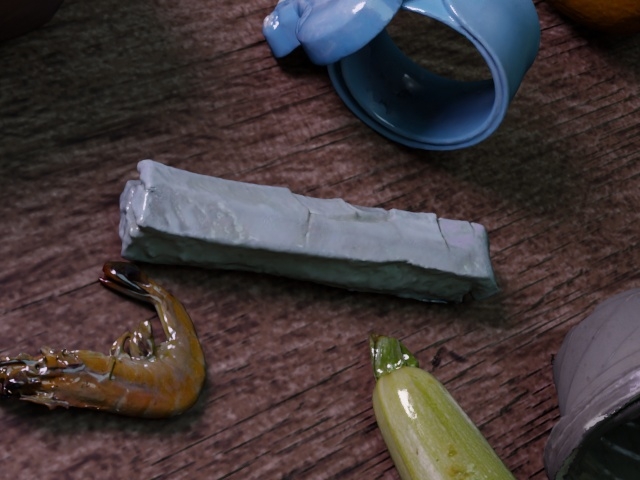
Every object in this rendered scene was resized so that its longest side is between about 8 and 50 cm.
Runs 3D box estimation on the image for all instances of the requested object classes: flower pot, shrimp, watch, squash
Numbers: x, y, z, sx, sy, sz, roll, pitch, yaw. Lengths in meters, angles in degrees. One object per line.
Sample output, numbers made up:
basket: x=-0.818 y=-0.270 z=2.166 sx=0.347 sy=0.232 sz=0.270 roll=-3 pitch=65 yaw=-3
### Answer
flower pot: x=0.281 y=0.130 z=1.094 sx=0.235 sy=0.235 sz=0.140 roll=10 pitch=39 yaw=-26
shrimp: x=-0.161 y=0.067 z=0.953 sx=0.178 sy=0.034 sz=0.124 roll=9 pitch=60 yaw=-29
watch: x=0.080 y=-0.173 z=1.135 sx=0.193 sy=0.211 sz=0.211 roll=46 pitch=51 yaw=-21
squash: x=0.096 y=0.166 z=1.036 sx=0.094 sy=0.094 sz=0.224 roll=-19 pitch=70 yaw=-36

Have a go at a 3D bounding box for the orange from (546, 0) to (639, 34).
orange: x=0.305 y=-0.333 z=1.280 sx=0.264 sy=0.264 sz=0.264 roll=13 pitch=61 yaw=-25

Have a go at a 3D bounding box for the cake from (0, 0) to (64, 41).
cake: x=-0.298 y=-0.259 z=0.909 sx=0.309 sy=0.230 sz=0.237 roll=-29 pitch=85 yaw=-37

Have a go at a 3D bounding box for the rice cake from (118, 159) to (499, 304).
rice cake: x=0.000 y=0.000 z=1.061 sx=0.336 sy=0.063 sz=0.066 roll=9 pitch=57 yaw=-29
